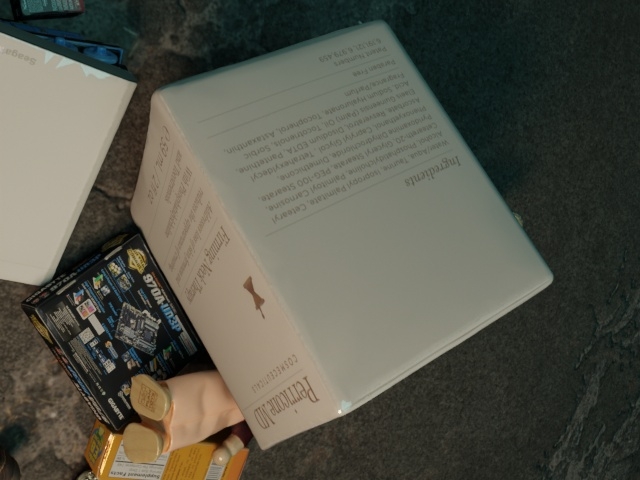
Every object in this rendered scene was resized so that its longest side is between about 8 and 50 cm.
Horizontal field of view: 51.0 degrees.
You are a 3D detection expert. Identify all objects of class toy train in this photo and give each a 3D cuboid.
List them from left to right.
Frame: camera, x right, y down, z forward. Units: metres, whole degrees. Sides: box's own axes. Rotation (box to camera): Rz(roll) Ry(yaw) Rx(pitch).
[{"bbox_3d":[-0.334,-0.223,0.829,0.184,0.105,0.080,-2,124,-36],"label":"toy train"}]

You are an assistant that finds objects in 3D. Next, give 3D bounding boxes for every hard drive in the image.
[{"bbox_3d":[-0.374,-0.093,0.797,0.203,0.040,0.307,16,115,-35],"label":"hard drive"}]

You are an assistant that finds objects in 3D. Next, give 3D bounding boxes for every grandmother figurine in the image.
[{"bbox_3d":[-0.129,0.230,1.019,0.342,0.104,0.207,3,109,-53],"label":"grandmother figurine"}]

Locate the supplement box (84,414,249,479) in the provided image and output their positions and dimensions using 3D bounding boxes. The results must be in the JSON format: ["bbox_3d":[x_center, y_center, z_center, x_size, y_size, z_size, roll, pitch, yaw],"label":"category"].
[{"bbox_3d":[-0.231,0.323,1.026,0.234,0.078,0.080,22,90,-34],"label":"supplement box"}]

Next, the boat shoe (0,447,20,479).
[{"bbox_3d":[-0.543,0.355,0.795,0.355,0.132,0.130,-31,115,-26],"label":"boat shoe"}]

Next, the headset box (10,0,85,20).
[{"bbox_3d":[-0.338,-0.296,0.839,0.083,0.062,0.032,-17,109,-29],"label":"headset box"}]

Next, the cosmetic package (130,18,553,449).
[{"bbox_3d":[0.000,0.000,0.869,0.328,0.329,0.393,-26,78,-28],"label":"cosmetic package"}]

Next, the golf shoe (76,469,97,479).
[{"bbox_3d":[-0.309,0.395,1.010,0.086,0.069,0.176,-41,132,17],"label":"golf shoe"}]

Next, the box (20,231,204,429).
[{"bbox_3d":[-0.282,0.125,0.941,0.175,0.051,0.220,-43,122,-36],"label":"box"}]

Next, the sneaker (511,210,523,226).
[{"bbox_3d":[0.189,-0.029,1.164,0.411,0.182,0.157,-13,108,-32],"label":"sneaker"}]
